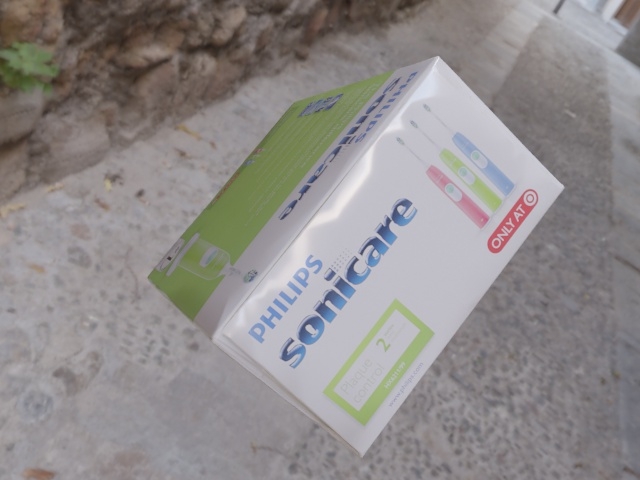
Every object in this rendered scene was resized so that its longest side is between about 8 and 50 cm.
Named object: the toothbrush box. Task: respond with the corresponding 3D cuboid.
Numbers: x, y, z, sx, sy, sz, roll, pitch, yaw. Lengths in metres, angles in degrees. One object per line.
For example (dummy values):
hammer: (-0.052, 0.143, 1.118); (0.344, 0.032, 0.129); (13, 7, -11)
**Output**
toothbrush box: (0.000, 0.000, 0.586); (0.122, 0.206, 0.283); (41, -10, -16)
